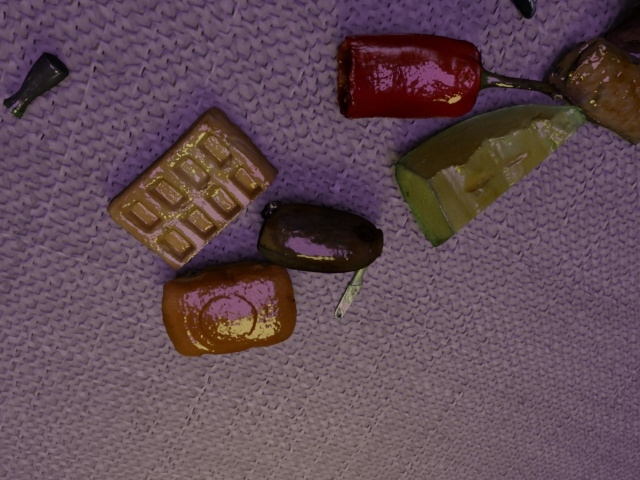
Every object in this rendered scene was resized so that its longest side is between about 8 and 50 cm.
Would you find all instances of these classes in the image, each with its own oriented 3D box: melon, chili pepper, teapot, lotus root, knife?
[{"bbox_3d":[0.311,-0.139,0.839,0.324,0.124,0.196,-32,116,-1],"label":"melon"},{"bbox_3d":[0.199,-0.267,0.757,0.339,0.131,0.134,-3,89,-4],"label":"chili pepper"},{"bbox_3d":[-0.445,-0.238,0.715,0.111,0.042,0.043,-38,114,11],"label":"teapot"},{"bbox_3d":[0.000,0.000,0.845,0.241,0.124,0.122,10,92,-12],"label":"lotus root"},{"bbox_3d":[0.078,0.083,0.957,0.030,0.014,0.207,20,110,-17],"label":"knife"}]

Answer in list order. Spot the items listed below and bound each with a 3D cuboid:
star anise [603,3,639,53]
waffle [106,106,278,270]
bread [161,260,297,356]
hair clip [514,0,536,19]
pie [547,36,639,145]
[{"bbox_3d":[0.617,-0.388,0.730,0.350,0.108,0.292,5,151,-10],"label":"star anise"},{"bbox_3d":[-0.224,-0.084,0.809,0.274,0.057,0.168,-40,113,9],"label":"waffle"},{"bbox_3d":[-0.170,0.124,0.876,0.246,0.121,0.174,-6,116,-5],"label":"bread"},{"bbox_3d":[0.242,-0.447,0.732,0.275,0.048,0.083,16,114,-15],"label":"hair clip"},{"bbox_3d":[0.549,-0.264,0.843,0.283,0.068,0.128,17,127,-25],"label":"pie"}]
